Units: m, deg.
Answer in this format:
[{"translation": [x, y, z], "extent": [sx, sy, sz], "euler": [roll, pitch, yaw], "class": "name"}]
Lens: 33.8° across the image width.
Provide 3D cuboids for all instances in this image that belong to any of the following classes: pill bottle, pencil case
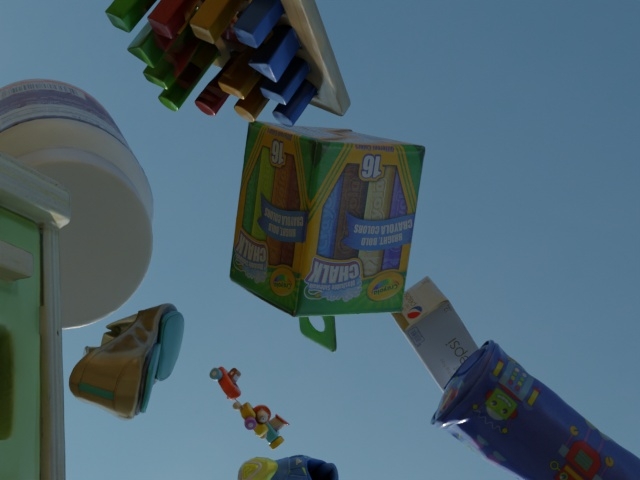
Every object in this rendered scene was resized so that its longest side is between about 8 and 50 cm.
[{"translation": [-0.322, -0.054, 1.267], "extent": [0.392, 0.224, 0.224], "euler": [-133, -121, -64], "class": "pill bottle"}, {"translation": [0.263, 0.244, 1.170], "extent": [0.306, 0.133, 0.119], "euler": [39, -101, -1], "class": "pencil case"}]

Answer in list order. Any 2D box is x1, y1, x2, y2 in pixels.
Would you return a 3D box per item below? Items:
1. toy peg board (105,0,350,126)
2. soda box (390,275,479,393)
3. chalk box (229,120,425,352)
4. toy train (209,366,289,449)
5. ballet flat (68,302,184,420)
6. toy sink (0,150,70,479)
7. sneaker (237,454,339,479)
[{"translation": [-0.077, -0.148, 0.826], "extent": [0.160, 0.161, 0.079], "euler": [26, -108, 26], "class": "toy peg board"}, {"translation": [0.167, 0.152, 1.325], "extent": [0.069, 0.216, 0.074], "euler": [-34, -151, 0], "class": "soda box"}, {"translation": [0.000, 0.000, 1.029], "extent": [0.132, 0.132, 0.213], "euler": [21, -74, 53], "class": "chalk box"}, {"translation": [-0.103, 0.255, 1.639], "extent": [0.046, 0.166, 0.125], "euler": [-38, -134, 0], "class": "toy train"}, {"translation": [-0.173, 0.099, 0.955], "extent": [0.073, 0.232, 0.080], "euler": [10, -84, -1], "class": "ballet flat"}, {"translation": [-0.196, 0.019, 0.447], "extent": [0.131, 0.153, 0.234], "euler": [-10, -107, 14], "class": "toy sink"}, {"translation": [-0.018, 0.378, 1.477], "extent": [0.126, 0.240, 0.091], "euler": [-17, -134, 14], "class": "sneaker"}]
